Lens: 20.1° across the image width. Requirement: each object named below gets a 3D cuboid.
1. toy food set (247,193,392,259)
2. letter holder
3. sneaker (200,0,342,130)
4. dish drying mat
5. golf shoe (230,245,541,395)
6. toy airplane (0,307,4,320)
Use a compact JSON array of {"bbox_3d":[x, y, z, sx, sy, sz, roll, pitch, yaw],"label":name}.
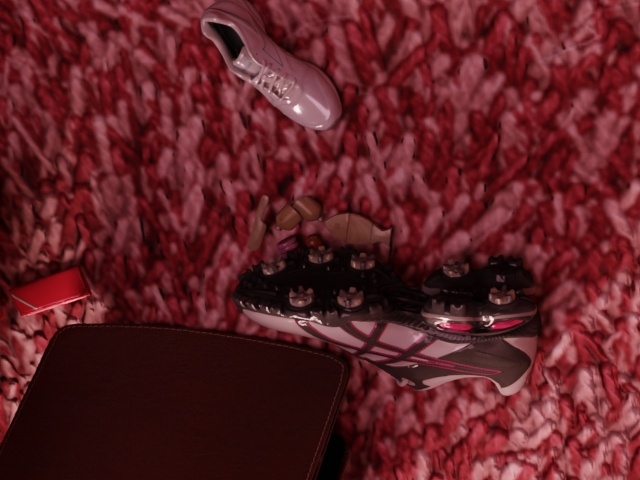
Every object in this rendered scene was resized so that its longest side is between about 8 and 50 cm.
[{"bbox_3d":[0.000,0.000,1.614,0.122,0.019,0.078,20,114,6],"label":"toy food set"},{"bbox_3d":[-0.124,0.207,1.676,0.302,0.214,0.152,6,142,18],"label":"letter holder"},{"bbox_3d":[-0.047,-0.147,1.557,0.152,0.061,0.053,43,116,1],"label":"sneaker"},{"bbox_3d":[-0.261,0.050,1.737,0.083,0.008,0.032,-18,100,26],"label":"dish drying mat"},{"bbox_3d":[0.054,0.078,1.567,0.273,0.105,0.120,5,124,15],"label":"golf shoe"},{"bbox_3d":[-0.380,0.031,1.766,0.151,0.028,0.151,7,109,20],"label":"toy airplane"}]
